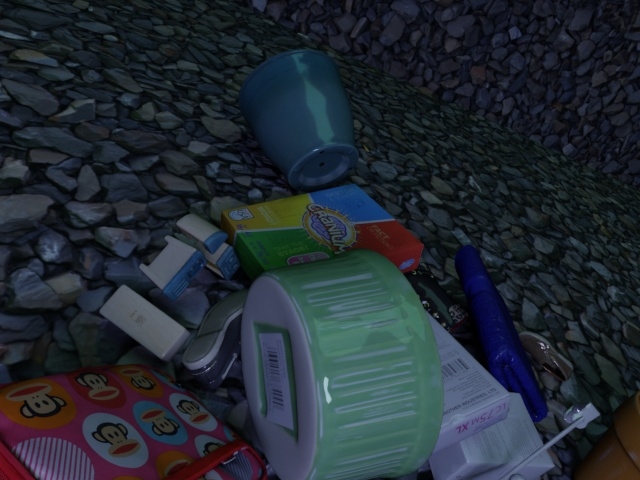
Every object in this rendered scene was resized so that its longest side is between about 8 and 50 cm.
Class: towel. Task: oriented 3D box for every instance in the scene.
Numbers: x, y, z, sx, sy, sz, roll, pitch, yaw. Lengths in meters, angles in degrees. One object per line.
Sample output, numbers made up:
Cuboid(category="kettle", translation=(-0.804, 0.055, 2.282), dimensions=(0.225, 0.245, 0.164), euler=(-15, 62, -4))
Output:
Cuboid(category="towel", translation=(0.343, 0.180, 0.969), dimensions=(0.227, 0.076, 0.308), euler=(53, 22, -29))

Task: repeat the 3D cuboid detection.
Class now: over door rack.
Cuboid(category="over door rack", translation=(0.337, 0.390, 0.630), dimensions=(0.324, 0.108, 0.239), euler=(-27, 71, -22))

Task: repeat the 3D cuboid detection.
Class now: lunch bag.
Cuboid(category="lunch bag", translation=(-0.179, 0.242, 0.465), dimensions=(0.258, 0.120, 0.293), euler=(36, 2, 16))

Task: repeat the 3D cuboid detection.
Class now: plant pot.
Cuboid(category="plant pot", translation=(-0.036, -0.272, 1.192), dimensions=(0.272, 0.271, 0.255), euler=(-3, 60, -37))
Cuboid(category="plant pot", translation=(0.538, 0.388, 0.800), dimensions=(0.205, 0.188, 0.205), euler=(25, 29, -15))

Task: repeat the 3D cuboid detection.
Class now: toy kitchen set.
Cuboid(category="toy kitchen set", translation=(-0.206, 0.086, 0.782), dimensions=(0.122, 0.166, 0.207), euler=(32, 71, 14))

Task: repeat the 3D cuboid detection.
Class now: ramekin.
Cuboid(category="ramekin", translation=(0.004, 0.166, 0.638), dimensions=(0.148, 0.303, 0.303), euler=(-4, 46, -27))

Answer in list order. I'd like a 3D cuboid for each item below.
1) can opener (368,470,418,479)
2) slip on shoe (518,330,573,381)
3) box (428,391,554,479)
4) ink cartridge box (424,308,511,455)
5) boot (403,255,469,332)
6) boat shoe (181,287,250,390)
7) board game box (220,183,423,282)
Cuboid(category="can opener", translation=(0.084, 0.395, 0.615), dimensions=(0.095, 0.076, 0.283), euler=(57, 31, -16))
Cuboid(category="slip on shoe", translation=(0.490, 0.255, 1.069), dimensions=(0.135, 0.051, 0.041), euler=(42, 49, 7))
Cuboid(category="box", translation=(0.260, 0.320, 0.789), dimensions=(0.170, 0.091, 0.130), euler=(13, 38, -21))
Cuboid(category="ink cartridge box", translation=(0.124, 0.192, 0.785), dimensions=(0.186, 0.065, 0.311), euler=(-17, 37, -18))
Cuboid(category="boot", translation=(0.186, 0.125, 0.988), dimensions=(0.236, 0.085, 0.178), euler=(-15, 57, -43))
Cuboid(category="boat shoe", translation=(-0.147, 0.149, 0.769), dimensions=(0.206, 0.075, 0.065), euler=(-63, 134, -60))
Cuboid(category="board game box", translation=(0.000, 0.000, 0.942), dimensions=(0.316, 0.064, 0.242), euler=(-15, 43, -29))
